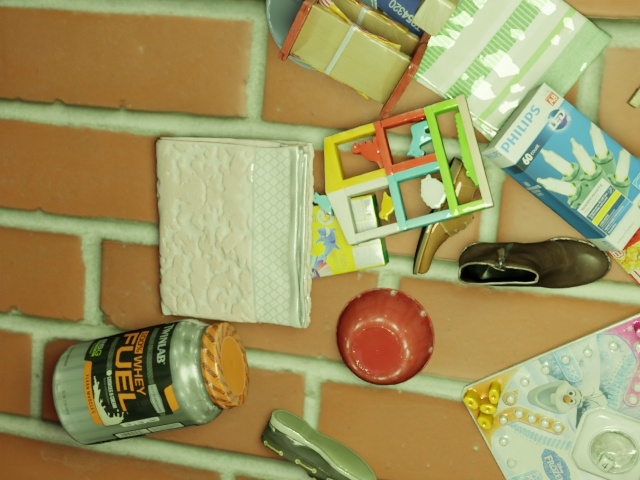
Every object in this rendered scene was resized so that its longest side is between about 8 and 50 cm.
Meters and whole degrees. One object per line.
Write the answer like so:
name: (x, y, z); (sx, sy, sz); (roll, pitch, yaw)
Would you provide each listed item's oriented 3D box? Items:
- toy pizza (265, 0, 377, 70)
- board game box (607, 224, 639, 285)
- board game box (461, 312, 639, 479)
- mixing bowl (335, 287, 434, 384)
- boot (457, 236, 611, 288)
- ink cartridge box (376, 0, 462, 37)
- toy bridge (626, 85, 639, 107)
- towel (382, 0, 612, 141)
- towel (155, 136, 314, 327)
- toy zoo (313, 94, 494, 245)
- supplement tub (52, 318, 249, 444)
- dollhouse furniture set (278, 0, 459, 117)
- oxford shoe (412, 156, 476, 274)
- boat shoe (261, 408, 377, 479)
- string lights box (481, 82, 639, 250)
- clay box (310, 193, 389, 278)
toy pizza: (0.002, -0.390, 1.377); (0.201, 0.032, 0.201); (8, 114, 19)
board game box: (0.575, 0.039, 1.289); (0.193, 0.045, 0.147); (46, 141, 3)
board game box: (0.493, 0.354, 1.365); (0.390, 0.050, 0.390); (-28, 92, 21)
mixing bowl: (0.107, 0.180, 1.423); (0.181, 0.098, 0.181); (2, 98, 11)
boot: (0.343, 0.049, 1.295); (0.248, 0.207, 0.090); (3, 99, 12)
ink cartridge box: (0.152, -0.545, 1.297); (0.324, 0.071, 0.330); (43, 103, 12)
toy bridge: (0.589, -0.195, 1.298); (0.188, 0.026, 0.063); (34, 103, 5)
towel: (0.269, -0.332, 1.343); (0.325, 0.038, 0.248); (39, 103, 5)
towel: (-0.160, -0.016, 1.440); (0.317, 0.053, 0.332); (4, 98, 27)
toy zoo: (0.123, -0.108, 1.357); (0.293, 0.030, 0.192); (-15, 81, 16)
supplement tub: (-0.302, 0.252, 1.474); (0.316, 0.193, 0.193); (-14, 95, 13)
dollhouse furniture set: (0.112, -0.387, 1.190); (0.201, 0.152, 0.374); (30, 131, -5)
oxford shoe: (0.217, -0.030, 1.383); (0.076, 0.076, 0.212); (23, 102, -1)
boat shoe: (-0.004, 0.399, 1.492); (0.228, 0.081, 0.068); (32, 106, 13)
string lights box: (0.402, -0.113, 1.292); (0.260, 0.077, 0.133); (38, 87, -5)
clay box: (0.000, 0.000, 1.442); (0.222, 0.053, 0.127); (-10, 94, 15)
